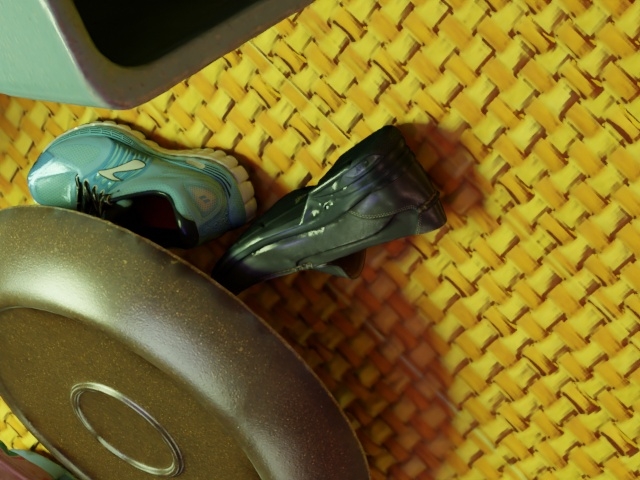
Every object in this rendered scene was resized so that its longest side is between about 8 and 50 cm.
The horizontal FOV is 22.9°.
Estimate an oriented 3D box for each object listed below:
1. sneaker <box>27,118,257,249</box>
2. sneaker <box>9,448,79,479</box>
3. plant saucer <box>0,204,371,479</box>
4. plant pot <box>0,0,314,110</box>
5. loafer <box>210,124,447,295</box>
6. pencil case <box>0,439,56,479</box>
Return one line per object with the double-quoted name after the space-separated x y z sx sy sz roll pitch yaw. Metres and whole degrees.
-0.121 -0.029 0.958 0.162 0.073 0.063 8 124 33 "sneaker"
-0.182 0.263 1.192 0.232 0.090 0.081 45 136 3 "sneaker"
-0.112 0.106 1.008 0.310 0.050 0.310 27 147 19 "plant saucer"
-0.109 -0.210 0.713 0.252 0.247 0.248 -1 120 57 "plant pot"
0.000 0.000 0.896 0.061 0.062 0.170 50 137 -8 "loafer"
-0.146 0.247 1.102 0.284 0.124 0.124 28 133 4 "pencil case"
